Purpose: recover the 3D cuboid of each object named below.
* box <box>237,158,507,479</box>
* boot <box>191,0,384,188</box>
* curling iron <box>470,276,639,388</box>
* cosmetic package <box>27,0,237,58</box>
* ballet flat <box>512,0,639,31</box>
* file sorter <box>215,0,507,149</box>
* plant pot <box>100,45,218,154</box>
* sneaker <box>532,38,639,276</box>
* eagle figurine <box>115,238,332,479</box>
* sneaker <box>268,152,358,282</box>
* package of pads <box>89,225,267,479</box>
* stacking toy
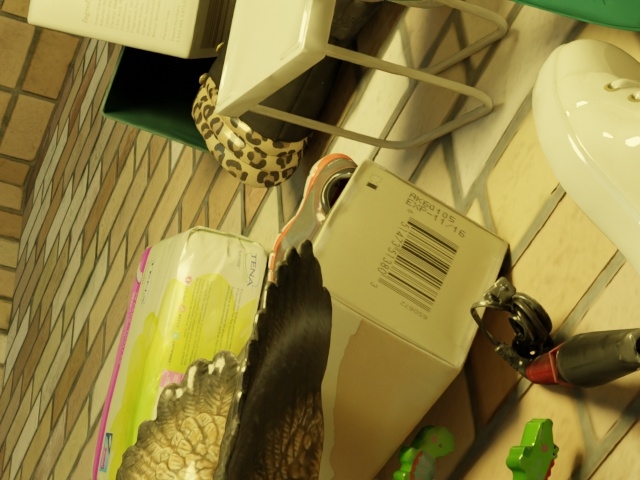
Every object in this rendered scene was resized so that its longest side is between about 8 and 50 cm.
[{"bbox_3d":[-0.003,0.107,1.072,0.311,0.121,0.148,-58,3,44],"label":"box"},{"bbox_3d":[-0.034,-0.256,1.516,0.377,0.138,0.284,-107,36,-50],"label":"boot"},{"bbox_3d":[0.131,0.057,0.808,0.035,0.068,0.274,-41,3,-4],"label":"curling iron"},{"bbox_3d":[-0.190,-0.285,1.577,0.151,0.184,0.151,-36,-41,-76],"label":"cosmetic package"},{"bbox_3d":[0.091,-0.217,0.946,0.342,0.116,0.124,13,65,35],"label":"ballet flat"},{"bbox_3d":[0.050,-0.228,1.165,0.193,0.173,0.277,158,125,-66],"label":"file sorter"},{"bbox_3d":[-0.155,-0.236,1.806,0.234,0.166,0.165,-95,26,-66],"label":"plant pot"},{"bbox_3d":[0.198,-0.030,0.701,0.123,0.106,0.290,-61,34,30],"label":"sneaker"},{"bbox_3d":[-0.027,0.184,0.840,0.226,0.298,0.225,-31,-10,15],"label":"eagle figurine"},{"bbox_3d":[0.000,0.000,1.318,0.065,0.061,0.158,27,102,65],"label":"sneaker"},{"bbox_3d":[-0.156,0.138,1.595,0.229,0.101,0.296,165,119,-70],"label":"package of pads"},{"bbox_3d":[0.085,0.219,0.909,0.167,0.052,0.221,-15,59,67],"label":"stacking toy"}]
